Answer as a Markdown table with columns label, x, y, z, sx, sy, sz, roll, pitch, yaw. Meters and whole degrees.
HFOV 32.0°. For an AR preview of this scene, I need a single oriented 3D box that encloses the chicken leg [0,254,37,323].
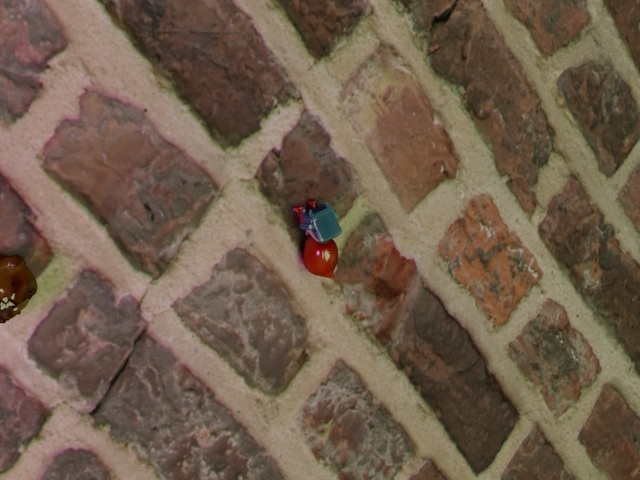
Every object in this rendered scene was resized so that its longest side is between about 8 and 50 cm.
| label | x | y | z | sx | sy | sz | roll | pitch | yaw |
| --- | --- | --- | --- | --- | --- | --- | --- | --- | --- |
| chicken leg | -0.527 | 0.050 | 1.593 | 0.251 | 0.087 | 0.107 | 23 | 66 | -31 |

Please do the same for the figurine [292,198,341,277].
| label | x | y | z | sx | sy | sz | roll | pitch | yaw |
| --- | --- | --- | --- | --- | --- | --- | --- | --- | --- |
| figurine | 0.000 | 0.000 | 1.972 | 0.068 | 0.075 | 0.140 | -23 | 111 | -32 |
